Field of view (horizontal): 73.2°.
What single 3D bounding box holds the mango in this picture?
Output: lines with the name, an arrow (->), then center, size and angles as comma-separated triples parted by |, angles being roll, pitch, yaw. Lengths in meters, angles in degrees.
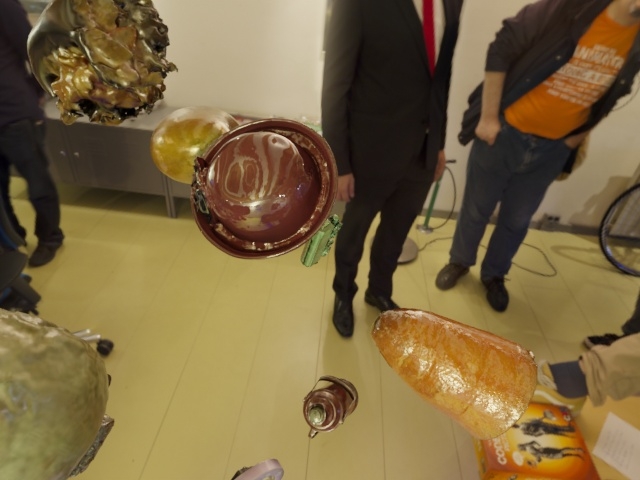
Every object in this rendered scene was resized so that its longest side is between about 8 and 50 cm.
mango -> -0.339, -0.265, 1.211 | 0.264, 0.220, 0.378 | -12, 17, -14

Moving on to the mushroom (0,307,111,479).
mushroom -> -0.328, 0.133, 0.324 | 0.267, 0.164, 0.189 | 8, 53, 8

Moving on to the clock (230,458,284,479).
clock -> -0.199, 0.649, 1.132 | 0.172, 0.198, 0.064 | 24, 13, -48

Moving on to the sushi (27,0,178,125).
sushi -> -0.385, -0.314, 0.767 | 0.213, 0.204, 0.199 | -13, 83, -38

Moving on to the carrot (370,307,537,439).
carrot -> 0.187, 0.175, 0.669 | 0.225, 0.159, 0.159 | 33, 40, 6

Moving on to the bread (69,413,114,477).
bread -> -0.681, 0.508, 1.001 | 0.113, 0.165, 0.416 | 30, -3, 17

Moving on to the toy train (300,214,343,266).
toy train -> 0.000, 0.000, 0.904 | 0.071, 0.147, 0.038 | -30, 68, -31

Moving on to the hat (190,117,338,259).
hat -> -0.080, -0.074, 0.546 | 0.206, 0.205, 0.089 | 17, -7, 15

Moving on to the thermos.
thermos -> 0.017, 0.380, 0.978 | 0.099, 0.124, 0.232 | 26, -1, 18
